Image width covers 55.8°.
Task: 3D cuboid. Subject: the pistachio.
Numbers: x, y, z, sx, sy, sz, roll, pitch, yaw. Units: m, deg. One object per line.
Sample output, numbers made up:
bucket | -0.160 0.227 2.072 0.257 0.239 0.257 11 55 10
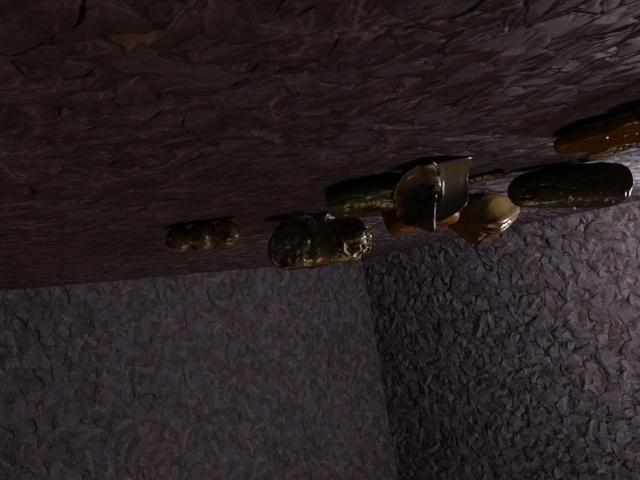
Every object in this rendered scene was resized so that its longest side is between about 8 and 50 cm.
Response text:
pistachio | 0.551 -0.082 2.038 0.213 0.162 0.260 13 -156 40

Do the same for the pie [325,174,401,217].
pie | 0.138 -0.102 1.522 0.277 0.078 0.277 -7 174 -1

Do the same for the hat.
hat | 0.258 -0.126 1.389 0.144 0.166 0.173 13 -150 27

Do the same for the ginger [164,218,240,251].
ginger | -0.324 -0.013 1.675 0.204 0.080 0.104 -7 -172 4

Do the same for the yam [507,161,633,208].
yam | 0.682 -0.145 1.681 0.330 0.133 0.133 -6 174 -8

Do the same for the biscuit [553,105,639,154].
biscuit | 0.598 -0.225 1.198 0.202 0.044 0.289 -8 173 -20

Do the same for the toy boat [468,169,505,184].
toy boat | 0.437 -0.169 1.632 0.115 0.016 0.063 -12 174 26

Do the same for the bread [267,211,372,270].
bread | -0.008 0.003 1.853 0.314 0.171 0.192 -8 173 -6

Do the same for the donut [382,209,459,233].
donut | 0.285 -0.088 1.720 0.227 0.113 0.226 -8 173 -1

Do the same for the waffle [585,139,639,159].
waffle | 0.714 -0.227 1.484 0.092 0.021 0.135 -9 174 -14
